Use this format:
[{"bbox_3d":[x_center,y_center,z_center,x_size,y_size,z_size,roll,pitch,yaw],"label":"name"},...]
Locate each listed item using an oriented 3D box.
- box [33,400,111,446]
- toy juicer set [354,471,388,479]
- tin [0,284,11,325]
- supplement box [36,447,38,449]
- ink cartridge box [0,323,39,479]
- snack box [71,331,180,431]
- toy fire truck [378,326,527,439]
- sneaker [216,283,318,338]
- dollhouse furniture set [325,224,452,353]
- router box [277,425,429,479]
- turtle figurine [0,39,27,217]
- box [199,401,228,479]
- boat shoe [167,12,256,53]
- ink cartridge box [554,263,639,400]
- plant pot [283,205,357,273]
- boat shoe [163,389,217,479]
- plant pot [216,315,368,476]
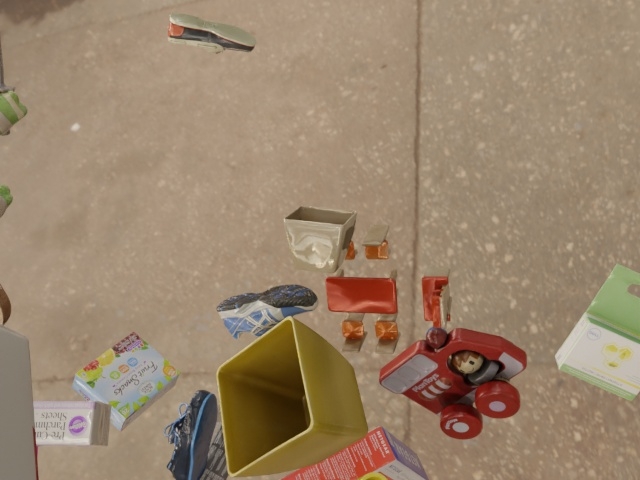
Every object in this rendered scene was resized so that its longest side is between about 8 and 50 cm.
[{"bbox_3d":[-0.477,0.273,1.096,0.324,0.063,0.067,-1,72,8],"label":"box"},{"bbox_3d":[0.040,0.562,1.215,0.089,0.209,0.329,141,126,-59],"label":"toy juicer set"},{"bbox_3d":[-0.588,0.074,1.223,0.106,0.190,0.040,-14,22,20],"label":"tin"},{"bbox_3d":[-0.619,0.502,1.414,0.114,0.111,0.220,-27,61,49],"label":"supplement box"},{"bbox_3d":[-0.255,0.117,0.370,0.176,0.127,0.128,-24,60,10],"label":"ink cartridge box"},{"bbox_3d":[-0.490,0.354,1.875,0.174,0.070,0.207,39,41,11],"label":"snack box"},{"bbox_3d":[0.313,0.309,1.718,0.302,0.254,0.169,-47,19,39],"label":"toy fire truck"},{"bbox_3d":[-0.098,0.141,1.453,0.211,0.081,0.080,-10,16,23],"label":"sneaker"},{"bbox_3d":[0.137,0.114,1.525,0.259,0.262,0.135,-1,23,17],"label":"dollhouse furniture set"},{"bbox_3d":[0.069,0.561,1.682,0.301,0.335,0.082,-29,58,5],"label":"router box"},{"bbox_3d":[-0.434,-0.141,0.827,0.198,0.266,0.275,-18,72,-20],"label":"turtle figurine"},{"bbox_3d":[-0.245,0.494,1.806,0.076,0.242,0.307,32,61,-7],"label":"box"},{"bbox_3d":[-0.166,-0.308,1.126,0.137,0.043,0.049,13,36,-5],"label":"boat shoe"},{"bbox_3d":[0.600,0.185,1.456,0.171,0.056,0.235,24,114,-4],"label":"ink cartridge box"},{"bbox_3d":[0.000,0.000,1.311,0.109,0.109,0.096,6,107,14],"label":"plant pot"},{"bbox_3d":[-0.282,0.411,1.527,0.089,0.109,0.258,25,116,16],"label":"boat shoe"},{"bbox_3d":[-0.038,0.294,1.316,0.212,0.187,0.212,-38,47,29],"label":"plant pot"}]
